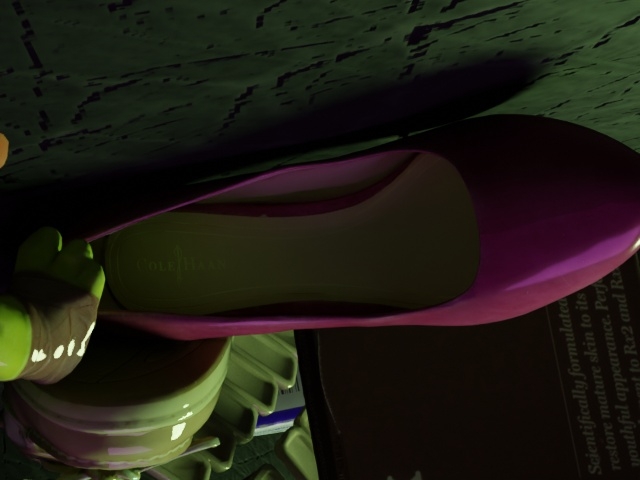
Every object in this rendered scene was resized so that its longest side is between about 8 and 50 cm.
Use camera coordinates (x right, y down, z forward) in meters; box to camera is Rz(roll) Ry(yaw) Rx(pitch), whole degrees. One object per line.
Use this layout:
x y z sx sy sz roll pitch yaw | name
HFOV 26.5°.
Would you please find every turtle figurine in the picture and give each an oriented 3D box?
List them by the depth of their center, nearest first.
-0.162 0.021 0.429 0.269 0.087 0.217 -13 171 23 | turtle figurine

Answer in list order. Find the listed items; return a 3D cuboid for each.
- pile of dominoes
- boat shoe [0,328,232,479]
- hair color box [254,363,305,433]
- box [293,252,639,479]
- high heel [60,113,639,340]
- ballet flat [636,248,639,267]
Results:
-0.017 0.142 0.868 0.040 0.196 0.251 -37 -174 33 | pile of dominoes
-0.102 0.075 0.663 0.104 0.089 0.285 2 -176 -10 | boat shoe
-0.028 0.118 1.228 0.185 0.110 0.339 -11 174 1 | hair color box
0.076 0.067 0.754 0.167 0.168 0.203 -9 173 -5 | box
0.000 0.000 0.518 0.244 0.082 0.117 0 -172 37 | high heel
0.317 0.000 0.838 0.280 0.096 0.095 -10 172 1 | ballet flat
